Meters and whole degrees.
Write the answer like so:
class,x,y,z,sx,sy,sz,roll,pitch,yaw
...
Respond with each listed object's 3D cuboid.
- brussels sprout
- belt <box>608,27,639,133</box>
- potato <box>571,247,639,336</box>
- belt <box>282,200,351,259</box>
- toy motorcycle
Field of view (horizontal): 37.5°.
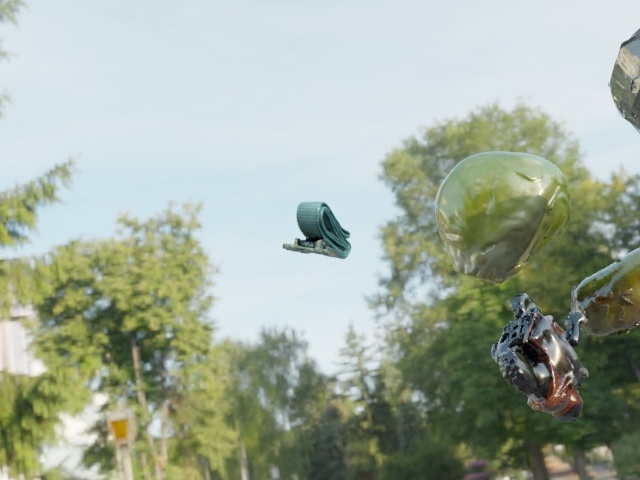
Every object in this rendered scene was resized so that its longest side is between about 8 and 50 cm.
class,x,y,z,sx,sy,sz,roll,pitch,yaw
brussels sprout,0.387,-0.062,2.074,0.317,0.273,0.242,-48,-29,1
belt,0.618,-0.282,1.675,0.184,0.105,0.261,-25,-37,4
potato,0.675,0.103,2.011,0.298,0.141,0.176,-30,-25,12
belt,0.004,0.000,1.654,0.065,0.100,0.179,4,-18,26
toy motorcycle,0.420,0.198,1.747,0.134,0.207,0.401,-36,11,26
